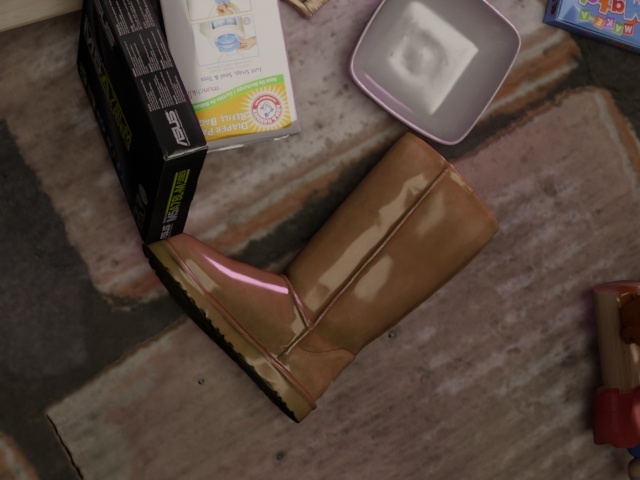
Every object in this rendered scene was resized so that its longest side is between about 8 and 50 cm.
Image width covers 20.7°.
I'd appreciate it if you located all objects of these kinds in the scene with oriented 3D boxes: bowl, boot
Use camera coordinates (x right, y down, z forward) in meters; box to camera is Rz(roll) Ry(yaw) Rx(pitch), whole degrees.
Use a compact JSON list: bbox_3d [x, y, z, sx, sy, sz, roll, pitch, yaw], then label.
[{"bbox_3d":[0.100,-0.174,1.657,0.142,0.053,0.142,35,82,-16],"label":"bowl"},{"bbox_3d":[0.000,0.000,1.621,0.269,0.089,0.236,-46,111,-12],"label":"boot"}]

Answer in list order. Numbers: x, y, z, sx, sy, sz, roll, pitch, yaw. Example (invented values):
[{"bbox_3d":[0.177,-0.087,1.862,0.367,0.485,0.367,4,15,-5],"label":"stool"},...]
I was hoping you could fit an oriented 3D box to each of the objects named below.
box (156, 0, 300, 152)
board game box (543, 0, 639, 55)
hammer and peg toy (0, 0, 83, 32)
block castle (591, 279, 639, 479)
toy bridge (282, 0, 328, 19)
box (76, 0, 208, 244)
[{"bbox_3d":[-0.088,-0.188,1.553,0.103,0.114,0.203,-10,99,-6],"label":"box"},{"bbox_3d":[0.322,-0.293,1.728,0.160,0.039,0.212,16,86,-16],"label":"board game box"},{"bbox_3d":[-0.345,-0.280,1.482,0.361,0.127,0.266,-19,99,-15],"label":"hammer and peg toy"},{"bbox_3d":[0.502,0.122,1.659,0.453,0.303,0.213,-9,95,-15],"label":"block castle"},{"bbox_3d":[-0.069,-0.278,1.617,0.063,0.026,0.188,-42,102,-10],"label":"toy bridge"},{"bbox_3d":[-0.155,-0.116,1.484,0.045,0.184,0.191,-18,73,-15],"label":"box"}]
